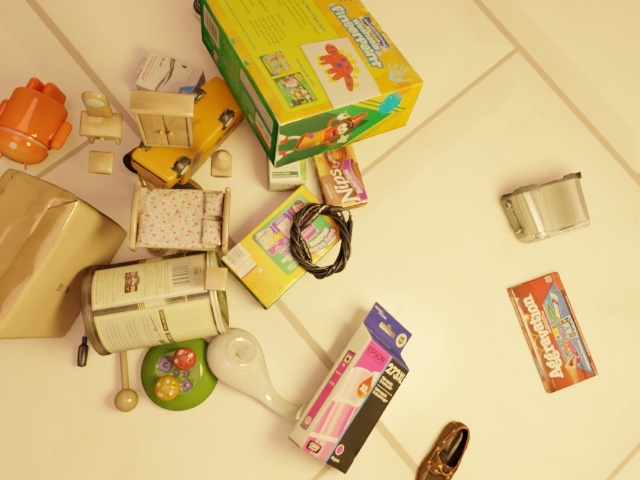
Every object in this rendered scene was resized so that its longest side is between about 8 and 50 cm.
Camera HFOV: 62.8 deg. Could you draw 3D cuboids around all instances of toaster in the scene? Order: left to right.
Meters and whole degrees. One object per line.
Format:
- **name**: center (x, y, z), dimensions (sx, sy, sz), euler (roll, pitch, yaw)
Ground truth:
- **toaster**: center (0.598, -0.082, 1.372), dimensions (0.226, 0.129, 0.147), euler (-16, 86, -11)

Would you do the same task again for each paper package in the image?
- **paper package**: center (-0.596, 0.042, 1.109), dimensions (0.168, 0.325, 0.310), euler (29, 79, 2)

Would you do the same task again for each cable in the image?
- **cable**: center (0.000, 0.000, 1.244), dimensions (0.150, 0.047, 0.185), euler (9, 80, -6)

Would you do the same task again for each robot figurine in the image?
- **robot figurine**: center (-0.694, -0.276, 1.258), dimensions (0.158, 0.128, 0.220), euler (28, 76, -33)

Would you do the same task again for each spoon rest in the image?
- **spoon rest**: center (-0.150, 0.320, 1.233), dimensions (0.276, 0.084, 0.137), euler (42, 49, 8)

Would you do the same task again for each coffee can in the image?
- **coffee can**: center (-0.359, 0.135, 1.176), dimensions (0.275, 0.201, 0.202), euler (-9, 81, -5)

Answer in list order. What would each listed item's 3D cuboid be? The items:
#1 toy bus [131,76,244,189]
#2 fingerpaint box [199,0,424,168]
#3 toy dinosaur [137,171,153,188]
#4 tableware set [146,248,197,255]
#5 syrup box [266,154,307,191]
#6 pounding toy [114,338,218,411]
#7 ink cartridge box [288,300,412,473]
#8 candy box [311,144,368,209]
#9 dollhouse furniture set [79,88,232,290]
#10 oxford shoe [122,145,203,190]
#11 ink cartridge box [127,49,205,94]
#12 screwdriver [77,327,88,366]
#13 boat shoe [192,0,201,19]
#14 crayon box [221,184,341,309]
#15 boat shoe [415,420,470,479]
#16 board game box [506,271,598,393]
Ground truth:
- **toy bus**: center (-0.303, -0.250, 1.245), dimensions (0.108, 0.130, 0.333), euler (35, 59, -3)
- **fingerpaint box**: center (-0.035, -0.432, 1.263), dimensions (0.370, 0.163, 0.445), euler (-22, 67, -20)
- **toy dinosaur**: center (-0.414, -0.097, 1.291), dimensions (0.092, 0.053, 0.183), euler (-42, 110, -11)
- **tableware set**: center (-0.360, 0.045, 1.288), dimensions (0.140, 0.020, 0.169), euler (-3, 87, -2)
- **syrup box**: center (-0.092, -0.250, 1.338), dimensions (0.093, 0.096, 0.237), euler (-2, 81, -9)
- **pounding toy**: center (-0.355, 0.304, 1.200), dimensions (0.236, 0.110, 0.183), euler (-2, 80, -7)
- **ink cartridge box**: center (0.094, 0.343, 1.227), dimensions (0.176, 0.069, 0.371), euler (43, 73, -34)
- **candy box**: center (0.046, -0.170, 1.361), dimensions (0.109, 0.053, 0.187), euler (-13, 80, -9)
- **dollhouse furniture set**: center (-0.326, -0.090, 1.018), dimensions (0.303, 0.174, 0.356), euler (2, 77, -11)
- **oxford shoe**: center (-0.377, -0.172, 1.309), dimensions (0.212, 0.076, 0.076), euler (33, 40, -10)
- **ink cartridge box**: center (-0.401, -0.414, 1.350), dimensions (0.180, 0.060, 0.104), euler (20, 79, -3)
- **screwdriver**: center (-0.556, 0.212, 1.238), dimensions (0.024, 0.025, 0.170), euler (1, 80, -6)
- **boat shoe**: center (-0.206, -0.688, 1.406), dimensions (0.302, 0.091, 0.114), euler (-31, 84, -11)
- **crayon box**: center (-0.087, 0.017, 1.297), dimensions (0.278, 0.081, 0.165), euler (-43, 87, -12)
- **boat shoe**: center (0.292, 0.529, 1.253), dimensions (0.073, 0.073, 0.207), euler (28, 79, -2)
- **board game box**: center (0.602, 0.236, 1.364), dimensions (0.145, 0.027, 0.282), euler (-18, 82, -8)
